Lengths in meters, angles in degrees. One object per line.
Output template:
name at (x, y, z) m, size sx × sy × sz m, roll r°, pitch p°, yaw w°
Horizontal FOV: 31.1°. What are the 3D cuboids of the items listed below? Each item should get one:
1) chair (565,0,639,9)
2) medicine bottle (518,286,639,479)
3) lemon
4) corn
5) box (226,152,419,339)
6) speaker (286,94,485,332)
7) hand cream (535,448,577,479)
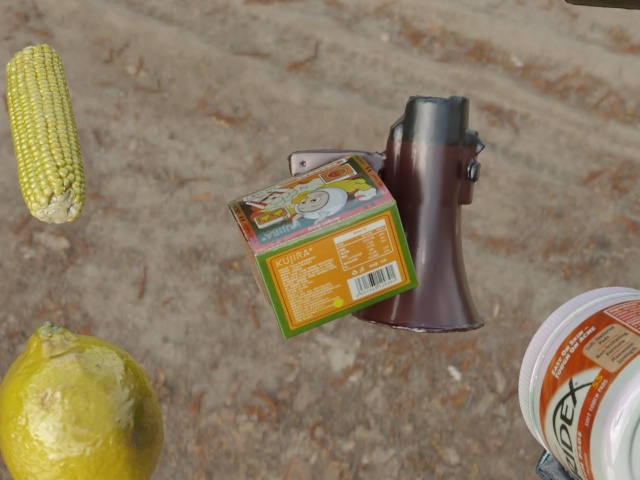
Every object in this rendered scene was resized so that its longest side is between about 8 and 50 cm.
chair at (0.293, -0.268, 0.842) m, size 0.203 × 0.240 × 0.416 m, roll 1°, pitch 31°, yaw -22°
medicine bottle at (0.406, 0.207, 1.420) m, size 0.252 × 0.252 × 0.241 m, roll -10°, pitch 16°, yaw -13°
lemon at (-0.280, 0.212, 1.325) m, size 0.188 × 0.257 × 0.188 m, roll -10°, pitch 22°, yaw 4°
corn at (-0.340, -0.133, 1.412) m, size 0.081 × 0.081 × 0.248 m, roll -10°, pitch 60°, yaw -13°
box at (0.000, 0.000, 1.527) m, size 0.195 × 0.148 × 0.177 m, roll -22°, pitch 29°, yaw -6°
speaker at (0.108, -0.042, 1.656) m, size 0.259 × 0.329 × 0.198 m, roll 1°, pitch 6°, yaw 30°
hand cream at (0.379, 0.324, 1.709) m, size 0.120 × 0.061 × 0.270 m, roll 44°, pitch 26°, yaw 1°
